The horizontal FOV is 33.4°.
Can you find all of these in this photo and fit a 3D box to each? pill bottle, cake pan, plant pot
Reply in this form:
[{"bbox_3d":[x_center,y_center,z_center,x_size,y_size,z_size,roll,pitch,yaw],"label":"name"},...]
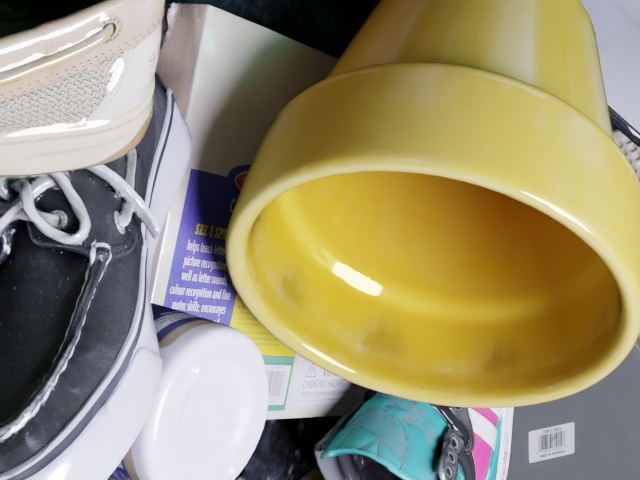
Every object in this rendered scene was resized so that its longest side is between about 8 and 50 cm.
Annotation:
[{"bbox_3d":[-0.120,0.075,0.586,0.094,0.169,0.094,-21,117,-49],"label":"pill bottle"},{"bbox_3d":[0.216,0.191,1.049,0.293,0.054,0.293,-4,106,-16],"label":"cake pan"},{"bbox_3d":[0.091,-0.054,0.708,0.254,0.253,0.239,59,38,-44],"label":"plant pot"}]

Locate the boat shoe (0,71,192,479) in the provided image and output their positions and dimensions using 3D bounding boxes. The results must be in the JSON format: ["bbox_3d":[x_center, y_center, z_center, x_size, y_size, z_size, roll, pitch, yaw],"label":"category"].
[{"bbox_3d":[-0.130,-0.008,0.524,0.306,0.113,0.105,-78,155,-45],"label":"boat shoe"}]

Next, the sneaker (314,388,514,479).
[{"bbox_3d":[0.073,0.114,0.826,0.178,0.123,0.296,-22,114,-56],"label":"sneaker"}]

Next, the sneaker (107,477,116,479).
[{"bbox_3d":[-0.178,0.184,0.618,0.297,0.111,0.129,2,114,-51],"label":"sneaker"}]

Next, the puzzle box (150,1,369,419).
[{"bbox_3d":[0.000,0.000,0.833,0.408,0.052,0.272,11,91,-55],"label":"puzzle box"}]

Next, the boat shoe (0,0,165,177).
[{"bbox_3d":[-0.204,-0.071,0.409,0.302,0.109,0.098,-10,145,-27],"label":"boat shoe"}]

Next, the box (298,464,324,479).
[{"bbox_3d":[-0.010,0.245,0.880,0.324,0.063,0.067,-30,121,-47],"label":"box"}]

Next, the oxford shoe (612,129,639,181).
[{"bbox_3d":[0.291,0.094,1.172,0.130,0.169,0.450,6,102,-52],"label":"oxford shoe"}]

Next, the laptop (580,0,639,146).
[{"bbox_3d":[0.219,-0.364,0.811,0.408,0.236,0.382,39,50,-11],"label":"laptop"}]
